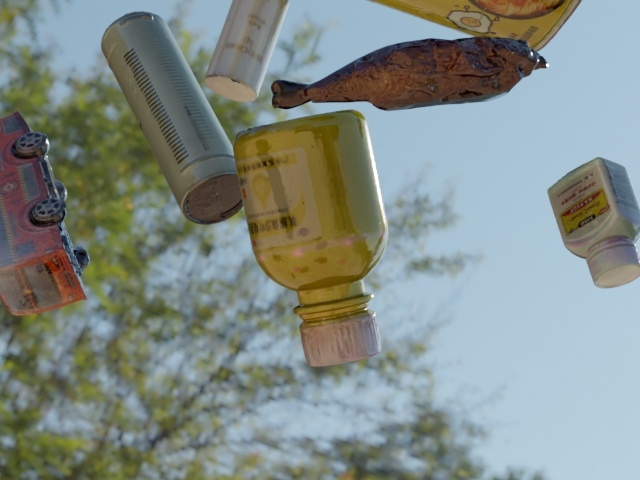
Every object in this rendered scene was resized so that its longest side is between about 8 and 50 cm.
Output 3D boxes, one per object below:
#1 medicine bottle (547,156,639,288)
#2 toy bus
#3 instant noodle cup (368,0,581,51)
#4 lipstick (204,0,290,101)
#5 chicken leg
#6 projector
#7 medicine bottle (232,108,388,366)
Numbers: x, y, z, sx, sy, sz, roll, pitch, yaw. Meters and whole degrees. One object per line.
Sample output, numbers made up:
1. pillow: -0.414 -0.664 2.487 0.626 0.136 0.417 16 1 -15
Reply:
1. medicine bottle: 0.281 -0.015 1.592 0.074 0.118 0.055 -33 -32 34
2. toy bus: -0.231 -0.021 1.231 0.077 0.192 0.065 -21 -47 -4
3. instant noodle cup: 0.170 -0.367 1.735 0.254 0.325 0.325 24 -24 -10
4. lipstick: -0.053 -0.266 1.627 0.059 0.264 0.059 16 -19 6
5. chicken leg: 0.073 -0.126 1.240 0.219 0.048 0.089 -9 -9 -11
6. projector: -0.207 -0.177 2.247 0.108 0.337 0.108 -20 -34 -14
7. medicine bottle: 0.000 0.000 1.388 0.122 0.212 0.122 -11 1 0
